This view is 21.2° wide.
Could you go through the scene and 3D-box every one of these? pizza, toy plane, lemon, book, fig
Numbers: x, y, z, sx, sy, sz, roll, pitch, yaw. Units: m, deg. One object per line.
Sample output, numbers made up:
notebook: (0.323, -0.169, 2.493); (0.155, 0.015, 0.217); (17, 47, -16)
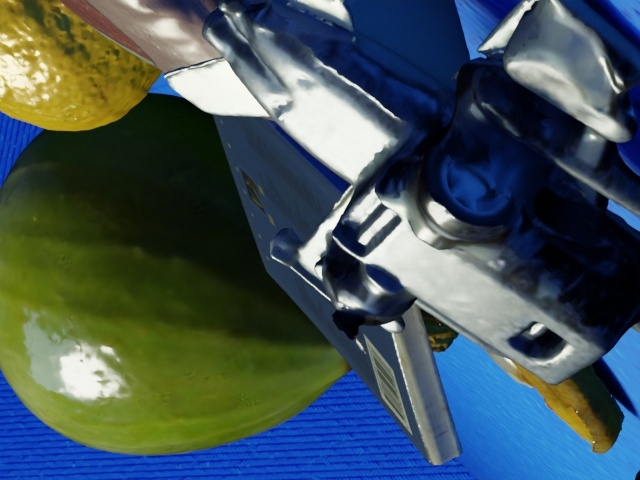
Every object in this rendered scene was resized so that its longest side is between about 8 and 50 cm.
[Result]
pizza: (0.078, 0.025, 0.908); (0.185, 0.036, 0.176); (51, 175, -40)
toy plane: (0.071, 0.011, 0.502); (0.262, 0.088, 0.192); (43, 149, 1)
lemon: (-0.164, -0.142, 1.056); (0.142, 0.142, 0.187); (45, 177, 26)
book: (0.000, 0.000, 1.073); (0.269, 0.025, 0.191); (47, 158, 54)
fig: (-0.108, 0.036, 1.370); (0.316, 0.316, 0.316); (46, 176, 4)

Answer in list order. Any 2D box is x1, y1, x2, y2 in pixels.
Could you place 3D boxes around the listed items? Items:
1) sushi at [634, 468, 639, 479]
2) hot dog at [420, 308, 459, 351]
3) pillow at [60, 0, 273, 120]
sushi: (0.193, 0.181, 0.920); (0.098, 0.084, 0.094); (42, 173, -4)
hot dog: (0.034, 0.029, 1.209); (0.147, 0.065, 0.099); (45, 170, -5)
pillow: (-0.098, -0.147, 0.712); (0.223, 0.084, 0.236); (47, 179, -37)
